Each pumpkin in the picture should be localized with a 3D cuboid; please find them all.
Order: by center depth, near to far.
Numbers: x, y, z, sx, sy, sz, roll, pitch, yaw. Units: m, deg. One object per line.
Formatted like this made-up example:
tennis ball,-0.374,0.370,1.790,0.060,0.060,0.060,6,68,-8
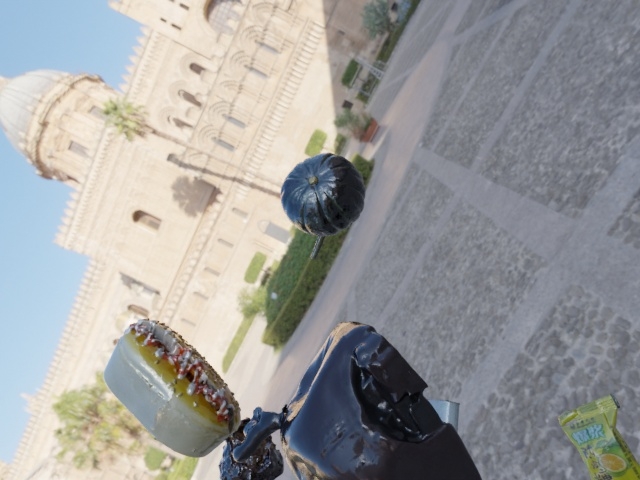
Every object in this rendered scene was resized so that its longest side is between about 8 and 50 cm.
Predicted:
pumpkin,0.006,-0.116,1.202,0.220,0.221,0.162,-64,-26,-12

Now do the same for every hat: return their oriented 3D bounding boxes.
hat,0.044,0.251,0.511,0.209,0.238,0.336,-38,-36,-5

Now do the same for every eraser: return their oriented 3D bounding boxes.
eraser,0.363,0.637,1.537,0.174,0.081,0.226,-16,53,46

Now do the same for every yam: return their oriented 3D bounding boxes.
yam,0.000,0.000,1.366,0.021,0.021,0.116,-100,34,-85

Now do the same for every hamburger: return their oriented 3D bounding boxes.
hamburger,-0.279,0.280,0.931,0.151,0.295,0.227,-53,-16,-11

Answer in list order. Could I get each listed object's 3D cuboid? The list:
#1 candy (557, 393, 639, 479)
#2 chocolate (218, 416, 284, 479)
candy,0.849,0.628,1.390,0.187,0.081,0.297,-31,58,21
chocolate,-0.232,0.683,1.567,0.224,0.207,0.176,-11,-85,-51
